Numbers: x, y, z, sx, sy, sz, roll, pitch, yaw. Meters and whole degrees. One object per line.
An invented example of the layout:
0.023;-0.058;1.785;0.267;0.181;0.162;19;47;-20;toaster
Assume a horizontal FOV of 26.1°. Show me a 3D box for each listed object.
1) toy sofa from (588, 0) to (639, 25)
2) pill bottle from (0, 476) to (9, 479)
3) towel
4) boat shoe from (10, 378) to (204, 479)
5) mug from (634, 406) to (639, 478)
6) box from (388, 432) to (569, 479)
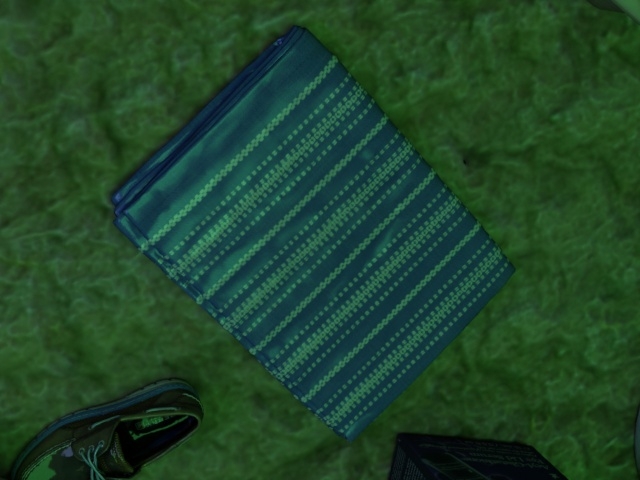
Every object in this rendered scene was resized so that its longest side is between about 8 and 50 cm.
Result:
0.329;-0.373;1.188;0.150;0.177;0.363;34;93;-23;toy sofa
-0.300;0.277;1.187;0.117;0.117;0.208;-14;108;-14;pill bottle
0.000;0.000;1.261;0.243;0.040;0.336;-45;115;-4;towel
-0.189;0.182;1.225;0.183;0.066;0.066;-30;111;-9;boat shoe
0.477;0.271;1.323;0.276;0.328;0.374;31;93;-22;mug
0.162;0.271;1.286;0.153;0.207;0.108;8;102;-20;box
